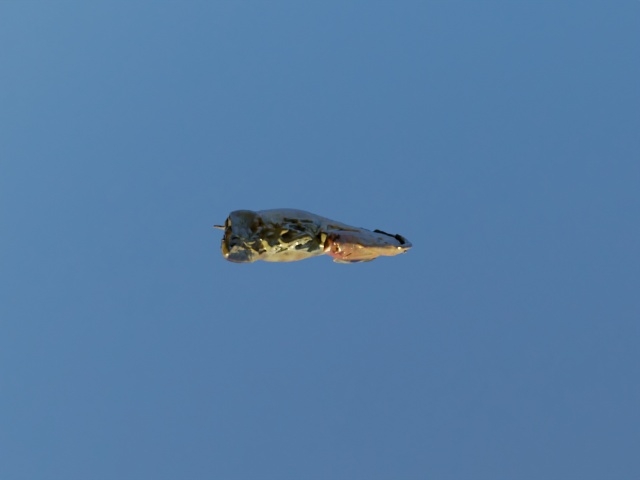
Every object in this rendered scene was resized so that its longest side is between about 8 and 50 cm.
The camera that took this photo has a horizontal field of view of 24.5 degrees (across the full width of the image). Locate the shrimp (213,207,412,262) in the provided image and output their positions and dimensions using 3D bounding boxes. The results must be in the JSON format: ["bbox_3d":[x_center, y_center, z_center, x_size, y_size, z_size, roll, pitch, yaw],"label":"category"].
[{"bbox_3d":[0.000,0.001,1.556,0.173,0.253,0.058,9,-84,29],"label":"shrimp"}]
